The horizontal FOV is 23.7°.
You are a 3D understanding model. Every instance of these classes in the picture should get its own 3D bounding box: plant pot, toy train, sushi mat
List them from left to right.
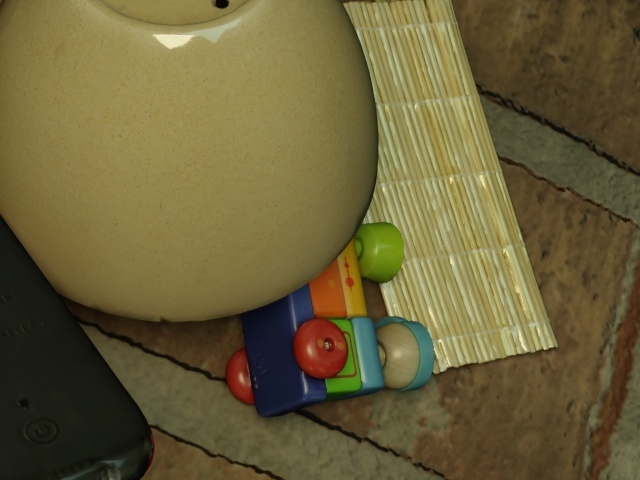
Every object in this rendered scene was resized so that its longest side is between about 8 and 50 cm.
[{"bbox_3d":[-0.094,-0.116,0.986,0.284,0.191,0.284,2,55,-3],"label":"plant pot"},{"bbox_3d":[0.000,0.000,1.119,0.143,0.105,0.248,1,72,-38],"label":"toy train"},{"bbox_3d":[0.087,-0.051,1.224,0.151,0.019,0.316,-10,78,-29],"label":"sushi mat"}]

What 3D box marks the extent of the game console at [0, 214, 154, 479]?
[{"bbox_3d":[-0.333,0.070,0.836,0.386,0.060,0.342,-19,45,-31],"label":"game console"}]
